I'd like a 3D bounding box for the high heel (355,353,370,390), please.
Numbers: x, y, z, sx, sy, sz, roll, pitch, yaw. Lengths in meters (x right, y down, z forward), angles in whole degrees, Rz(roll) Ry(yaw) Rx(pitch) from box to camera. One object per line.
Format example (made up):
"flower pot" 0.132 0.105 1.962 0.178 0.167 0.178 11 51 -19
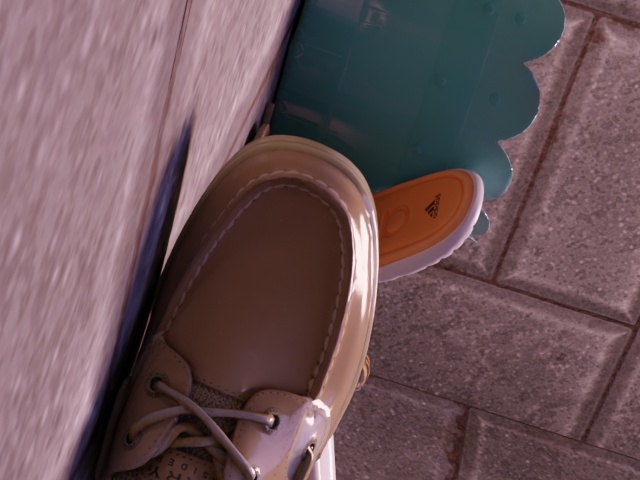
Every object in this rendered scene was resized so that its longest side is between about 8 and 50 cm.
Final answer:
"high heel" 0.002 0.016 1.202 0.186 0.093 0.261 -67 -156 2

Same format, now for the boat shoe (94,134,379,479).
"boat shoe" -0.052 0.098 0.706 0.098 0.109 0.302 -73 -174 -74

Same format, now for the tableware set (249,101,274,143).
"tableware set" -0.051 0.013 1.019 0.128 0.039 0.194 -70 177 -64

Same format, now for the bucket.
"bucket" 0.079 -0.155 1.155 0.281 0.183 0.281 18 90 -89

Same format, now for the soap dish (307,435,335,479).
"soap dish" -0.048 0.240 1.339 0.291 0.118 0.229 -52 139 -85

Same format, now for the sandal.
"sandal" 0.003 -0.009 1.091 0.265 0.076 0.102 -26 -141 40
